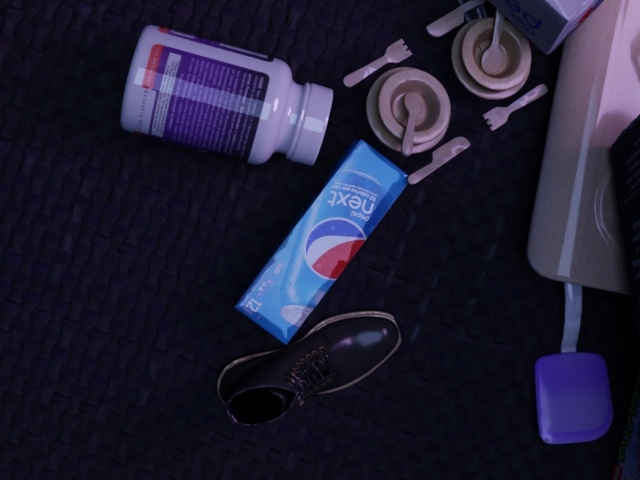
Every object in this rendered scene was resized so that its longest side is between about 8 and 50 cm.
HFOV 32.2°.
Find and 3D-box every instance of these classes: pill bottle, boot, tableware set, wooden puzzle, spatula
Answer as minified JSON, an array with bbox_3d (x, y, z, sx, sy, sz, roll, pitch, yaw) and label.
[{"bbox_3d":[-0.091,-0.136,1.089,0.193,0.108,0.108,15,93,-6],"label":"pill bottle"},{"bbox_3d":[-0.005,0.134,1.103,0.198,0.137,0.077,-24,96,-4],"label":"boot"},{"bbox_3d":[0.133,-0.159,1.098,0.194,0.039,0.128,-34,92,-16],"label":"tableware set"},{"bbox_3d":[0.403,-0.090,1.144,0.348,0.080,0.322,11,87,-3],"label":"wooden puzzle"},{"bbox_3d":[0.267,0.065,1.175,0.084,0.030,0.296,-2,94,-6],"label":"spatula"}]

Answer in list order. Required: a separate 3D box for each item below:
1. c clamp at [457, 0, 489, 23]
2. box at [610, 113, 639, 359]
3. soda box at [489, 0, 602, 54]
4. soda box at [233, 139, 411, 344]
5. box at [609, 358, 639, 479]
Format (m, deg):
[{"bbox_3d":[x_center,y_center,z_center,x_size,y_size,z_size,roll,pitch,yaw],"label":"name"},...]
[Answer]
[{"bbox_3d":[0.210,-0.243,1.154,0.160,0.022,0.137,-27,91,-1],"label":"c clamp"},{"bbox_3d":[0.447,0.061,0.961,0.293,0.212,0.395,-4,77,-4],"label":"box"},{"bbox_3d":[0.155,-0.318,1.067,0.091,0.098,0.286,-44,84,-7],"label":"soda box"},{"bbox_3d":[0.000,0.000,1.125,0.067,0.071,0.210,36,90,-7],"label":"soda box"},{"bbox_3d":[0.358,0.179,1.151,0.036,0.114,0.207,13,93,-6],"label":"box"}]
